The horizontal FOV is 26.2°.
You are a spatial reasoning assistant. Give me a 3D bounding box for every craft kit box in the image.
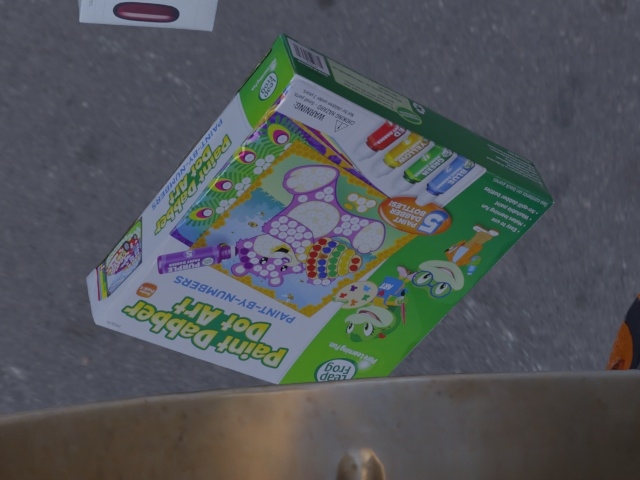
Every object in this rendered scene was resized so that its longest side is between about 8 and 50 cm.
[{"bbox_3d":[0.000,0.000,1.005,0.246,0.250,0.061,-47,39,28],"label":"craft kit box"}]

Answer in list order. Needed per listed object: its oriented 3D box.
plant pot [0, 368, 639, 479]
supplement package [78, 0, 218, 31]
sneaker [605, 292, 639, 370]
[{"bbox_3d":[0.028,0.204,0.413,0.334,0.334,0.305,-4,88,12],"label":"plant pot"},{"bbox_3d":[-0.170,-0.382,1.418,0.145,0.261,0.204,1,47,-15],"label":"supplement package"},{"bbox_3d":[0.234,0.014,0.706,0.125,0.180,0.321,39,95,1],"label":"sneaker"}]
